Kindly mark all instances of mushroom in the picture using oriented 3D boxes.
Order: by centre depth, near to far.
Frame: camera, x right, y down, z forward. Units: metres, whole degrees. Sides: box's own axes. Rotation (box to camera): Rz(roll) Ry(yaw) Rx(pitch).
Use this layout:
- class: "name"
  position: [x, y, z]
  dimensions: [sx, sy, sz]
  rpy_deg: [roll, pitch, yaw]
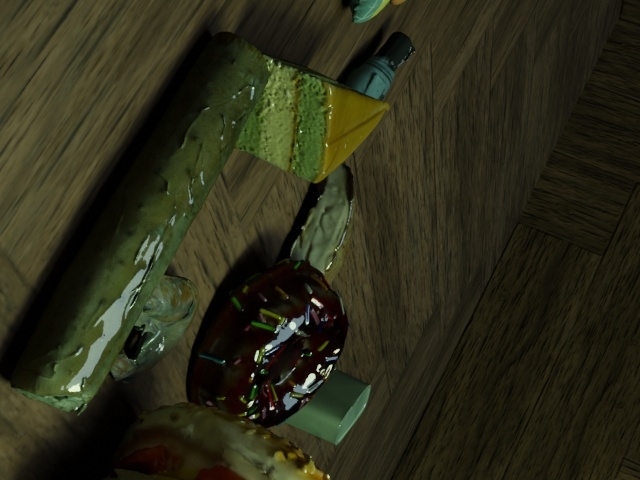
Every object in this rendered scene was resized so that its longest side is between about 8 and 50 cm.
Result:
- class: "mushroom"
  position: [0.002, 0.000, 1.561]
  dimensions: [0.094, 0.072, 0.210]
  rpy_deg: [41, 73, -79]

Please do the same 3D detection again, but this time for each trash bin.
- class: "trash bin"
  position: [-0.009, 0.224, 1.715]
  dimensions: [0.116, 0.129, 0.059]
  rpy_deg: [-45, 152, -51]

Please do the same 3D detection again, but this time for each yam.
- class: "yam"
  position: [-0.152, -0.022, 1.050]
  dimensions: [0.372, 0.083, 0.083]
  rpy_deg: [-64, 163, -17]

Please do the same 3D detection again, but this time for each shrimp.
- class: "shrimp"
  position: [-0.178, 0.086, 1.173]
  dimensions: [0.126, 0.047, 0.223]
  rpy_deg: [-57, 165, 1]

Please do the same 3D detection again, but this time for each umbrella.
- class: "umbrella"
  position: [0.046, -0.182, 1.497]
  dimensions: [0.053, 0.052, 0.250]
  rpy_deg: [56, 51, -29]

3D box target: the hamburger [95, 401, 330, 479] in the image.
- class: "hamburger"
  position: [-0.119, 0.340, 1.218]
  dimensions: [0.250, 0.329, 0.330]
  rpy_deg: [-53, 158, -42]

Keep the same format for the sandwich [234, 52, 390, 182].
- class: "sandwich"
  position: [-0.001, -0.168, 1.247]
  dimensions: [0.187, 0.117, 0.144]
  rpy_deg: [-49, 159, -43]

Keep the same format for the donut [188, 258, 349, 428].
- class: "donut"
  position: [-0.054, 0.136, 1.456]
  dimensions: [0.235, 0.089, 0.235]
  rpy_deg: [-35, 145, -29]

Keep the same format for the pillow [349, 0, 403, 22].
- class: "pillow"
  position: [0.108, -0.366, 1.414]
  dimensions: [0.214, 0.086, 0.233]
  rpy_deg: [-64, 169, 28]
